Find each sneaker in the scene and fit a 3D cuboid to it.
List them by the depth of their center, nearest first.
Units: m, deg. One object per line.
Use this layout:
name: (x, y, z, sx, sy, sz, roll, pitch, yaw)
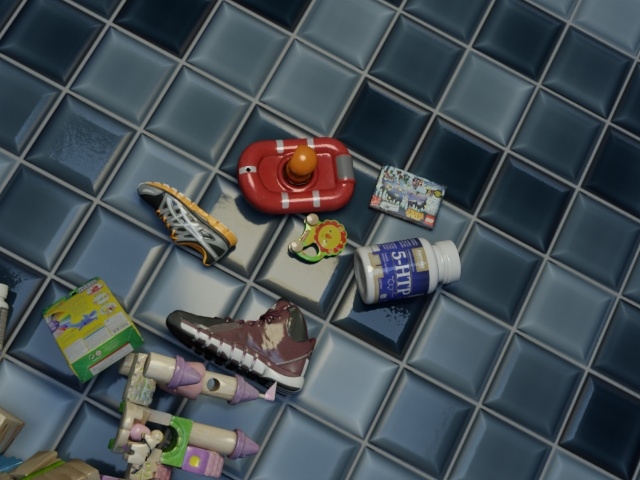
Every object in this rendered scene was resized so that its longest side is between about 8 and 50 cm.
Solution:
sneaker: (-0.135, 0.161, 1.716, 0.281, 0.106, 0.162, 29, 68, -10)
sneaker: (-0.263, -0.035, 1.746, 0.215, 0.084, 0.083, 35, 80, 1)

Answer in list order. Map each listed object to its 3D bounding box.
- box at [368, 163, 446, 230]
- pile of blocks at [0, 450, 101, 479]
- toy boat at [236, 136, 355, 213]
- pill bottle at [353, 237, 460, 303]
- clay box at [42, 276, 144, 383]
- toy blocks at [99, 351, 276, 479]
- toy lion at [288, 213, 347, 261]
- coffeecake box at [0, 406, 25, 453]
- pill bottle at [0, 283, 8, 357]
box: (0.174, -0.087, 1.842, 0.137, 0.027, 0.094, 20, 76, -3)
pile of blocks: (-0.517, 0.437, 1.551, 0.362, 0.149, 0.112, -4, 104, 27)
toy boat: (-0.043, -0.136, 1.758, 0.231, 0.151, 0.151, -5, 73, -9)
pill bottle: (0.166, 0.054, 1.765, 0.187, 0.112, 0.112, -10, 78, -10)
clay box: (-0.410, 0.152, 1.645, 0.127, 0.222, 0.053, -33, 123, -13)
toy blocks: (-0.218, 0.344, 1.552, 0.260, 0.309, 0.288, 20, 74, -19)
toy lion: (0.000, 0.000, 1.800, 0.096, 0.034, 0.100, 33, 75, -7)
coffeecake box: (-0.594, 0.296, 1.568, 0.142, 0.185, 0.068, 33, 74, 1)
pill bottle: (-0.605, 0.145, 1.658, 0.078, 0.078, 0.137, 6, 76, -6)
